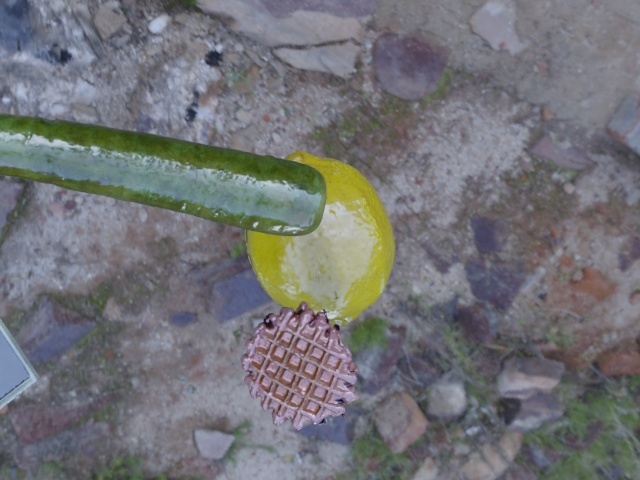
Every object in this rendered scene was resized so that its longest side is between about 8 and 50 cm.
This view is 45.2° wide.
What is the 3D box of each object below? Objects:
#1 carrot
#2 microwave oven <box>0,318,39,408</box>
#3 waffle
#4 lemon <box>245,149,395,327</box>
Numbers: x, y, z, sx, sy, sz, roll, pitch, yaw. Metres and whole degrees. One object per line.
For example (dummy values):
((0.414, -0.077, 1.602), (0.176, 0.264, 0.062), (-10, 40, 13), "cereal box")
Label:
((-0.166, -0.063, 0.686), (0.359, 0.074, 0.074), (10, 115, -16), "carrot")
((-0.541, 0.138, 1.065), (0.145, 0.194, 0.240), (-43, 110, -43), "microwave oven")
((-0.014, 0.085, 0.510), (0.075, 0.029, 0.083), (-28, 89, 16), "waffle")
((0.000, 0.000, 1.056), (0.204, 0.204, 0.260), (-20, 107, -11), "lemon")
